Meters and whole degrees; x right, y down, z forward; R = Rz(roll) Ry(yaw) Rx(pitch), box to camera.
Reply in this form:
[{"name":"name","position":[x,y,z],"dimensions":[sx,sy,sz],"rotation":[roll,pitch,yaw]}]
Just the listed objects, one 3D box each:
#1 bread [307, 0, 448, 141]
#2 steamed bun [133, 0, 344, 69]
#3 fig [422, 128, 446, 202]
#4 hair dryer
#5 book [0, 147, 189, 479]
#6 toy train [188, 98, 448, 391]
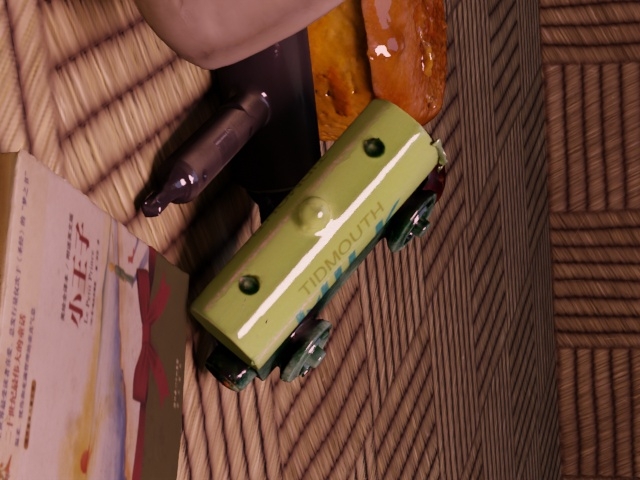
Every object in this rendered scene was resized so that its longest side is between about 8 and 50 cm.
[{"name":"bread","position":[0.035,-0.211,1.352],"dimensions":[0.268,0.146,0.268],"rotation":[-4,90,-76]},{"name":"steamed bun","position":[-0.023,-0.294,0.977],"dimensions":[0.236,0.247,0.383],"rotation":[61,26,-21]},{"name":"fig","position":[0.068,-0.093,1.564],"dimensions":[0.154,0.103,0.109],"rotation":[63,4,13]},{"name":"hair dryer","position":[-0.072,-0.056,1.129],"dimensions":[0.248,0.078,0.195],"rotation":[-49,138,-53]},{"name":"book","position":[-0.142,0.081,0.919],"dimensions":[0.289,0.026,0.201],"rotation":[45,46,-70]},{"name":"toy train","position":[0.000,0.000,1.117],"dimensions":[0.253,0.105,0.157],"rotation":[-49,167,-10]}]
